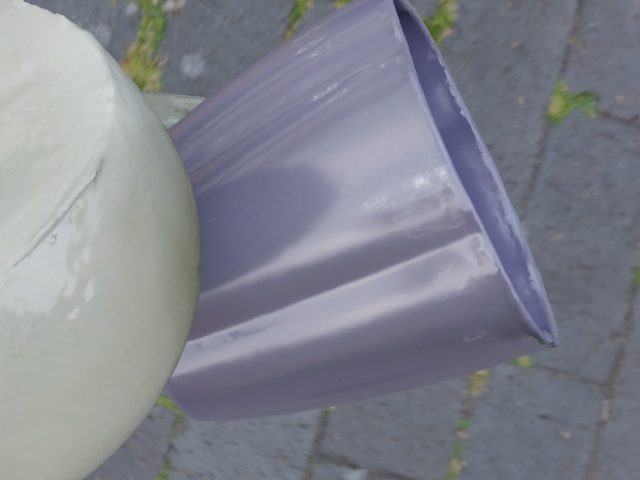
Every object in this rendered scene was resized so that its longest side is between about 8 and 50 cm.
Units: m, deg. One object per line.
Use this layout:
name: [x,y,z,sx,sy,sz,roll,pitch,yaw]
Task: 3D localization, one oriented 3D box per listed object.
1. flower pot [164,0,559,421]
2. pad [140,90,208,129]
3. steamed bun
flower pot: [0.000,0.000,1.065,0.243,0.265,0.265,-26,92,14]
pad: [-0.054,-0.047,1.483,0.265,0.009,0.159,6,102,-2]
steamed bun: [-0.221,0.023,0.890,0.324,0.324,0.206,-24,135,-13]
